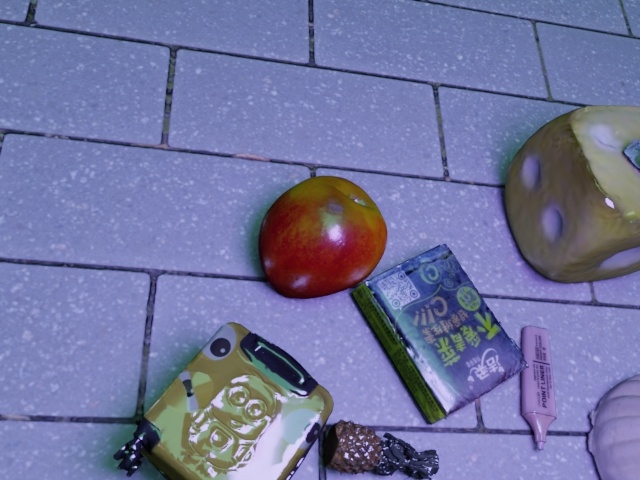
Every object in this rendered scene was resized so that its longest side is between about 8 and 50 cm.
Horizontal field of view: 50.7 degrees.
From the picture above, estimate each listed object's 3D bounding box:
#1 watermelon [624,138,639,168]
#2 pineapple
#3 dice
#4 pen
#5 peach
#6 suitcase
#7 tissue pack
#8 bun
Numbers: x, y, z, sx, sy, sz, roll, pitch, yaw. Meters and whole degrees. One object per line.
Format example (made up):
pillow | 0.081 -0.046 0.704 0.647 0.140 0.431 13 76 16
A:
watermelon | 0.566 -0.132 1.026 0.187 0.071 0.139 30 53 -1
pineapple | 0.086 0.295 0.931 0.159 0.074 0.074 15 60 -12
dice | 0.468 -0.072 1.130 0.238 0.227 0.233 -3 65 -18
pen | 0.338 0.228 1.052 0.053 0.032 0.197 12 59 -9
peach | 0.000 0.000 1.034 0.190 0.192 0.190 37 26 -21
suitcase | -0.114 0.242 0.860 0.193 0.143 0.235 37 61 7
tissue pack | 0.180 0.136 1.033 0.173 0.073 0.236 -24 72 -24
bun | 0.555 0.304 0.990 0.262 0.175 0.263 7 62 -13
